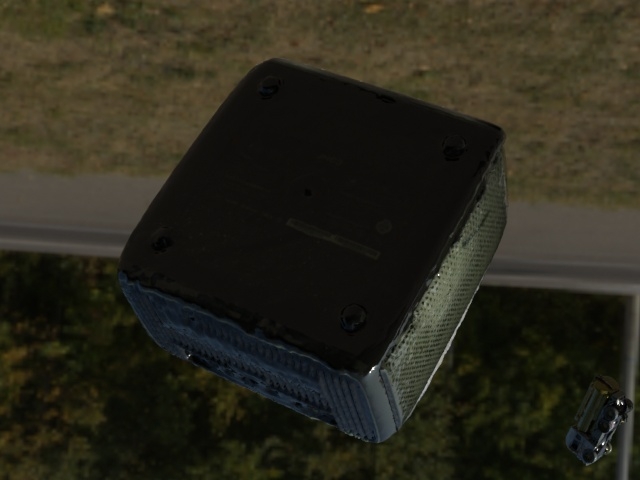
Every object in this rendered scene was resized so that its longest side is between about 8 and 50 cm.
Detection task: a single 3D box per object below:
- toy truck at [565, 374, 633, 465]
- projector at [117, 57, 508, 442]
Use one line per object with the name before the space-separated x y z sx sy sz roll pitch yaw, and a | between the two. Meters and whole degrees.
toy truck | 0.390 0.252 1.528 0.052 0.123 0.063 -13 -140 -44
projector | 0.000 0.000 1.425 0.395 0.405 0.242 22 154 23
